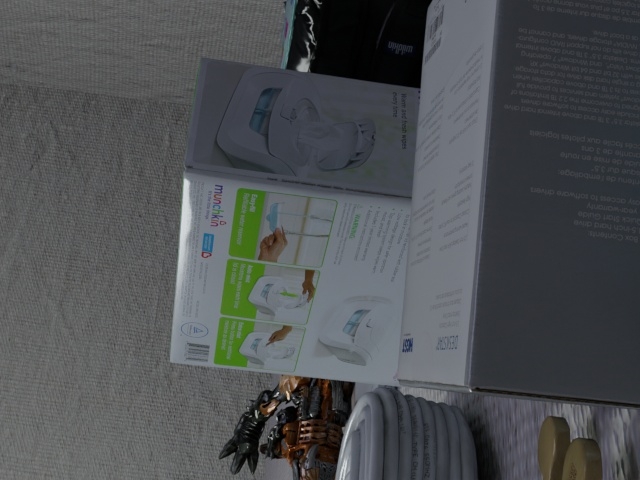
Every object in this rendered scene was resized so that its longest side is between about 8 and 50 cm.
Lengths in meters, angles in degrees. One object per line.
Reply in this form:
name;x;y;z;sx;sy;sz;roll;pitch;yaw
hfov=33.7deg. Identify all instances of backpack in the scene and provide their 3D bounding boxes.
backpack;0.045;-0.185;0.958;0.144;0.165;0.188;-88;10;-50

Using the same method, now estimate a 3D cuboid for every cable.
cable;0.050;0.237;0.759;0.257;0.089;0.257;107;173;-82

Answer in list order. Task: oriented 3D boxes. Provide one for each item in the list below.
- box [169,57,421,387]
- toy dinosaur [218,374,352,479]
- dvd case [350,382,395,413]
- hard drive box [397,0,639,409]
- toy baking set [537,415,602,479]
box;0.000;0.000;0.871;0.262;0.231;0.127;102;172;-51
toy dinosaur;-0.010;0.229;1.438;0.218;0.164;0.322;-61;0;39
dvd case;0.055;0.226;1.141;0.180;0.022;0.253;102;172;-46
hard drive box;0.105;-0.034;0.547;0.181;0.089;0.232;134;143;-82
toy baking set;0.114;0.204;0.518;0.256;0.030;0.197;101;176;-46
